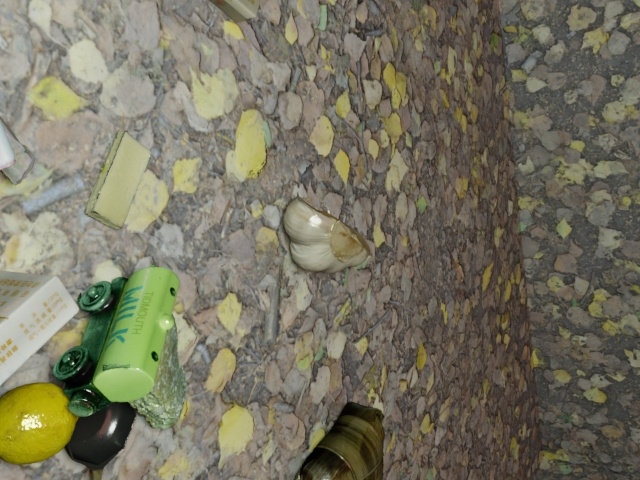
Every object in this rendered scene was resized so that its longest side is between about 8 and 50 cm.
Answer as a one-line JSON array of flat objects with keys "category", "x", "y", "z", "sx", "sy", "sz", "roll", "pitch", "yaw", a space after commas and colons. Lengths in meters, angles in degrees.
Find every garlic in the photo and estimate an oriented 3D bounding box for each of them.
[{"category": "garlic", "x": 0.000, "y": 0.000, "z": 1.446, "sx": 0.229, "sy": 0.178, "sz": 0.143, "roll": 27, "pitch": 101, "yaw": -35}]

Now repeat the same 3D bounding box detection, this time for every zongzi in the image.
[{"category": "zongzi", "x": 0.062, "y": 0.584, "z": 1.577, "sx": 0.286, "sy": 0.134, "sz": 0.289, "roll": -37, "pitch": 129, "yaw": -41}]

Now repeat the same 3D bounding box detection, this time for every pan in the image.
[{"category": "pan", "x": -0.362, "y": 0.313, "z": 0.997, "sx": 0.128, "sy": 0.048, "sz": 0.202, "roll": 43, "pitch": 55, "yaw": -46}]

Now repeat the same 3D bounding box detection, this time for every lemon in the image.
[{"category": "lemon", "x": -0.395, "y": 0.250, "z": 0.893, "sx": 0.133, "sy": 0.109, "sz": 0.109, "roll": 1, "pitch": 91, "yaw": -44}]

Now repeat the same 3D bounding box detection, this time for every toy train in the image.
[{"category": "toy train", "x": -0.286, "y": 0.138, "z": 0.953, "sx": 0.253, "sy": 0.157, "sz": 0.105, "roll": -90, "pitch": 156, "yaw": -52}]

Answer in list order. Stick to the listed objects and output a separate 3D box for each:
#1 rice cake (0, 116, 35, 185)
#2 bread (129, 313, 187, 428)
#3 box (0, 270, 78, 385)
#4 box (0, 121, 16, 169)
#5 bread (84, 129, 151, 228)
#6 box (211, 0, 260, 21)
[{"category": "rice cake", "x": -0.459, "y": -0.182, "z": 0.831, "sx": 0.055, "sy": 0.049, "sz": 0.270, "roll": -43, "pitch": 129, "yaw": -18}, {"category": "bread", "x": -0.270, "y": 0.209, "z": 1.068, "sx": 0.172, "sy": 0.064, "sz": 0.232, "roll": -52, "pitch": 138, "yaw": -79}, {"category": "box", "x": -0.434, "y": 0.136, "z": 0.795, "sx": 0.233, "sy": 0.149, "sz": 0.067, "roll": -53, "pitch": 130, "yaw": -40}, {"category": "box", "x": -0.491, "y": -0.229, "z": 0.689, "sx": 0.190, "sy": 0.112, "sz": 0.370, "roll": -23, "pitch": 113, "yaw": -25}, {"category": "bread", "x": -0.325, "y": -0.098, "z": 1.048, "sx": 0.068, "sy": 0.028, "sz": 0.154, "roll": 39, "pitch": 59, "yaw": -50}, {"category": "box", "x": -0.164, "y": -0.543, "z": 1.233, "sx": 0.141, "sy": 0.058, "sz": 0.201, "roll": 28, "pitch": 68, "yaw": -53}]
